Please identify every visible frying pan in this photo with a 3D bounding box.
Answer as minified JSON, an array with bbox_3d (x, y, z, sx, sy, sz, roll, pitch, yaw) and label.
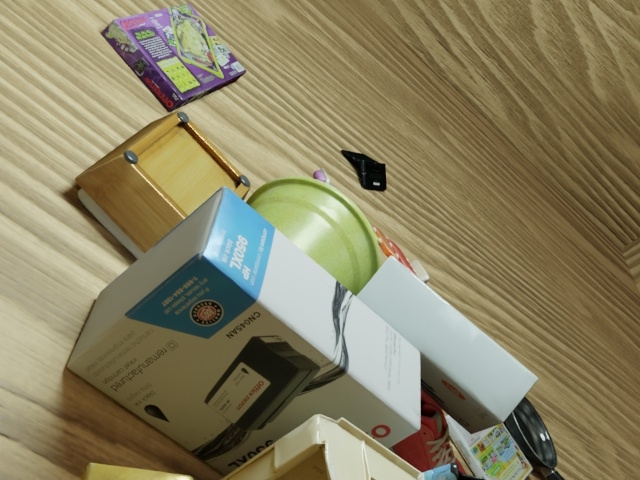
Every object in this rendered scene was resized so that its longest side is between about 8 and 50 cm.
[{"bbox_3d":[0.520,0.492,2.028,0.326,0.053,0.197,56,22,-4],"label":"frying pan"}]

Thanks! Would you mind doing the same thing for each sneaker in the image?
[{"bbox_3d":[0.177,0.352,1.532,0.314,0.136,0.116,51,49,-5],"label":"sneaker"},{"bbox_3d":[0.196,0.338,1.096,0.162,0.073,0.063,42,24,-18],"label":"sneaker"}]

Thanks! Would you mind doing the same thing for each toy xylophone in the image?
[{"bbox_3d":[0.091,0.001,1.771,0.323,0.081,0.236,42,9,-24],"label":"toy xylophone"}]

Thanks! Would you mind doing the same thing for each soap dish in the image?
[{"bbox_3d":[-0.248,-0.085,1.464,0.229,0.118,0.291,47,28,-9],"label":"soap dish"}]

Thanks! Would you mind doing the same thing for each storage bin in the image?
[{"bbox_3d":[0.004,0.378,1.116,0.260,0.262,0.123,39,28,-24],"label":"storage bin"}]

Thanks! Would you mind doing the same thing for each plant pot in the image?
[{"bbox_3d":[-0.078,0.068,1.422,0.276,0.276,0.254,50,38,-3],"label":"plant pot"}]

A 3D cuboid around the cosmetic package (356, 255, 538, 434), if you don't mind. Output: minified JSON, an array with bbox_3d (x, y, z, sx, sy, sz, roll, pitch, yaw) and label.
[{"bbox_3d":[0.192,0.190,1.458,0.284,0.097,0.377,38,-10,12],"label":"cosmetic package"}]

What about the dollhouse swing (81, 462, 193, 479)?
[{"bbox_3d":[-0.269,0.433,0.844,0.347,0.305,0.315,-95,180,-49],"label":"dollhouse swing"}]

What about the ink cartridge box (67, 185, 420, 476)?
[{"bbox_3d":[-0.091,0.165,1.207,0.395,0.285,0.166,40,30,-21],"label":"ink cartridge box"}]

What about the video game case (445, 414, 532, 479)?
[{"bbox_3d":[0.359,0.440,1.870,0.206,0.026,0.227,57,26,12],"label":"video game case"}]

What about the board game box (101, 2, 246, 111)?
[{"bbox_3d":[-0.299,-0.398,1.860,0.208,0.056,0.347,53,26,-6],"label":"board game box"}]

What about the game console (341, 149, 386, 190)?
[{"bbox_3d":[0.114,-0.183,2.281,0.122,0.071,0.107,0,86,-57],"label":"game console"}]
